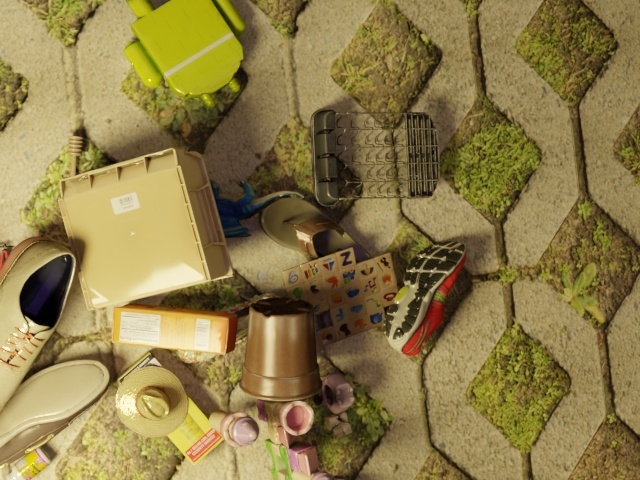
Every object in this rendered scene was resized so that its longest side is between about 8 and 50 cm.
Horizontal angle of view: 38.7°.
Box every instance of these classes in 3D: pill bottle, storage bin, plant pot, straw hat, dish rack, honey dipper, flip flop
[{"bbox_3d":[-0.566,0.440,1.768,0.083,0.043,0.043,-40,98,-11],"label":"pill bottle"},{"bbox_3d":[-0.335,-0.021,1.739,0.262,0.123,0.260,-14,92,15],"label":"storage bin"},{"bbox_3d":[-0.077,0.205,1.787,0.167,0.167,0.165,-2,102,-14],"label":"plant pot"},{"bbox_3d":[-0.322,0.316,1.763,0.144,0.061,0.144,0,90,-14],"label":"straw hat"},{"bbox_3d":[0.120,-0.179,1.942,0.272,0.074,0.208,-2,91,-16],"label":"dish rack"},{"bbox_3d":[-0.489,-0.126,1.805,0.030,0.030,0.160,4,90,-14],"label":"honey dipper"},{"bbox_3d":[0.000,0.000,1.900,0.277,0.080,0.112,37,82,-12],"label":"flip flop"}]

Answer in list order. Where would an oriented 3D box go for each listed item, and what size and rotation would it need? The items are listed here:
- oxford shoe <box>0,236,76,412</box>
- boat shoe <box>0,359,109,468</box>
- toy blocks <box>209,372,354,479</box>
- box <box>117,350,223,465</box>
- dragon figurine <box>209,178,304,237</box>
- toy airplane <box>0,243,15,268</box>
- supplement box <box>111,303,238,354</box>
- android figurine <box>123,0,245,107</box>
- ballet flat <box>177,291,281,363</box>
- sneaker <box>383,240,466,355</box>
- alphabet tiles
[{"bbox_3d":[-0.568,0.176,1.658,0.140,0.146,0.397,28,77,-35],"label":"oxford shoe"},{"bbox_3d":[-0.549,0.341,1.748,0.324,0.096,0.116,-30,56,-16],"label":"boat shoe"},{"bbox_3d":[-0.022,0.435,1.767,0.309,0.260,0.288,-12,93,-26],"label":"toy blocks"},{"bbox_3d":[-0.300,0.335,1.830,0.087,0.058,0.232,-40,99,-12],"label":"box"},{"bbox_3d":[-0.180,-0.046,1.834,0.289,0.085,0.144,5,84,1],"label":"dragon figurine"},{"bbox_3d":[-0.607,0.081,1.770,0.151,0.028,0.151,0,89,-3],"label":"toy airplane"},{"bbox_3d":[-0.285,0.172,1.787,0.233,0.078,0.080,7,92,10],"label":"supplement box"},{"bbox_3d":[-0.267,-0.403,1.852,0.248,0.056,0.273,-37,97,-12],"label":"android figurine"},{"bbox_3d":[-0.180,0.174,1.854,0.241,0.077,0.091,-30,97,-12],"label":"ballet flat"},{"bbox_3d":[0.230,0.124,1.960,0.279,0.107,0.118,-55,134,-18],"label":"sneaker"},{"bbox_3d":[0.050,0.114,1.916,0.237,0.009,0.198,-19,113,-14],"label":"alphabet tiles"}]
